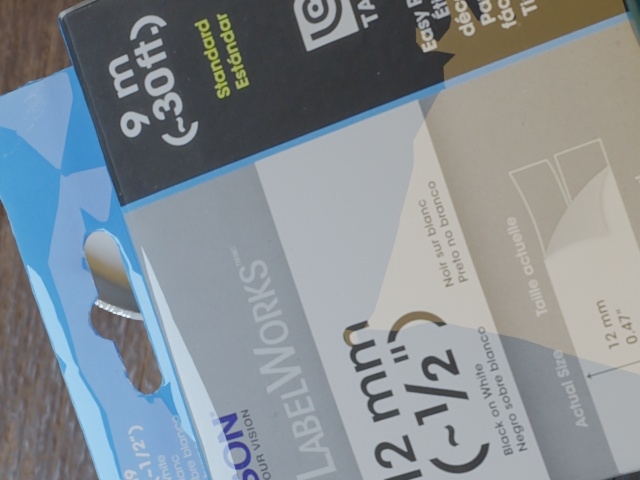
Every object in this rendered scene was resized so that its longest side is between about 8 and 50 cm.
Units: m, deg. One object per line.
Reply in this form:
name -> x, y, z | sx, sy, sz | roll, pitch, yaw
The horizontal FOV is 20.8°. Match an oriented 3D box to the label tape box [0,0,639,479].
label tape box -> 0.000, 0.000, 0.737 | 0.348, 0.115, 0.249 | -19, 88, 22

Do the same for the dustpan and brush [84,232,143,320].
dustpan and brush -> -0.066, 0.003, 0.946 | 0.211, 0.060, 0.147 | 39, 111, 20
